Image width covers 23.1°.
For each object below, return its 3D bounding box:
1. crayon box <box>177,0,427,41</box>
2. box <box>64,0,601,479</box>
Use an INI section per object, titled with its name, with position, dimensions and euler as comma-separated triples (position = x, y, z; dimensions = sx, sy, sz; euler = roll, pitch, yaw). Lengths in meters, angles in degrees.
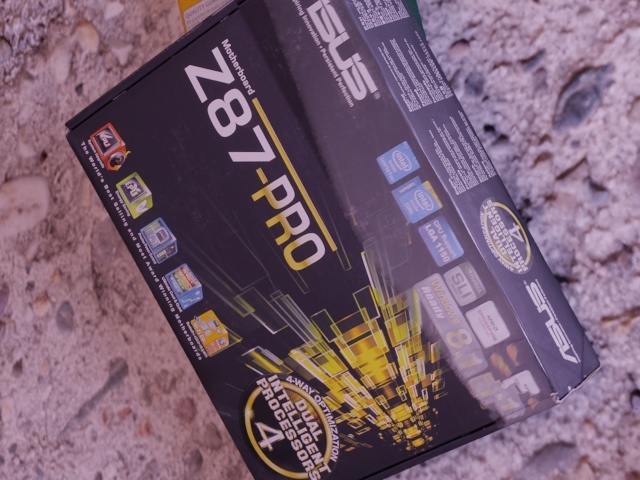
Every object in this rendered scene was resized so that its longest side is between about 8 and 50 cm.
[crayon box]
position = -0.037, -0.268, 1.375
dimensions = 0.203, 0.083, 0.323
euler = -22, 77, 39
[box]
position = 0.000, 0.000, 1.277
dimensions = 0.318, 0.097, 0.395
euler = -29, 88, 35
